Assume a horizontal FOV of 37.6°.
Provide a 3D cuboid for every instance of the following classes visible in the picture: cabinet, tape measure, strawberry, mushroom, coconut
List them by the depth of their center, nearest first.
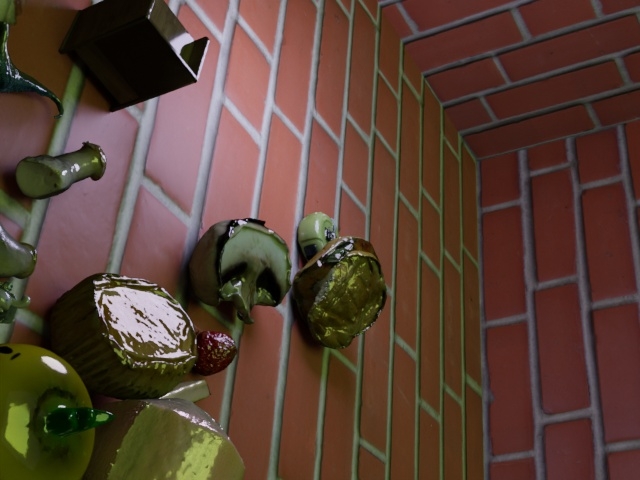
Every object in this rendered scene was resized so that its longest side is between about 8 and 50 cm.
[{"bbox_3d":[-0.541,-0.008,1.468,0.270,0.103,0.118,58,17,-45],"label":"mushroom"},{"bbox_3d":[-0.281,0.406,1.578,0.297,0.298,0.309,57,35,-35],"label":"coconut"},{"bbox_3d":[-0.462,-0.126,1.693,0.081,0.092,0.223,57,20,-2],"label":"mushroom"},{"bbox_3d":[-0.366,-0.391,1.871,0.175,0.215,0.148,52,33,-39],"label":"cabinet"},{"bbox_3d":[-0.227,0.237,1.985,0.106,0.106,0.106,39,45,-52],"label":"strawberry"},{"bbox_3d":[-0.190,0.069,2.122,0.344,0.130,0.247,-11,104,-63],"label":"mushroom"},{"bbox_3d":[0.000,0.000,2.570,0.154,0.088,0.177,42,40,-50],"label":"tape measure"}]

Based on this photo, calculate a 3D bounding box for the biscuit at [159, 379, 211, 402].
[{"bbox_3d":[-0.288,0.314,1.866,0.188,0.056,0.052,-11,88,-63],"label":"biscuit"}]

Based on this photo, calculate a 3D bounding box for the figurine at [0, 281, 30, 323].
[{"bbox_3d":[-0.516,0.094,1.481,0.086,0.082,0.094,-40,101,-36],"label":"figurine"}]

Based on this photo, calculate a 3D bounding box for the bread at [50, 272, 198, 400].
[{"bbox_3d":[-0.349,0.174,1.666,0.253,0.142,0.227,20,44,-49],"label":"bread"}]

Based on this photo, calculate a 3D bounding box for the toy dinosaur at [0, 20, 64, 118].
[{"bbox_3d":[-0.565,-0.303,1.589,0.363,0.076,0.147,6,92,-62],"label":"toy dinosaur"}]

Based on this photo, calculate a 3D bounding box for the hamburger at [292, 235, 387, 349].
[{"bbox_3d":[0.054,0.132,2.487,0.285,0.134,0.265,-37,131,-20],"label":"hamburger"}]

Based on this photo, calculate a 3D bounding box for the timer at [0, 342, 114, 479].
[{"bbox_3d":[-0.423,0.272,1.367,0.285,0.285,0.285,39,45,-52],"label":"timer"}]
